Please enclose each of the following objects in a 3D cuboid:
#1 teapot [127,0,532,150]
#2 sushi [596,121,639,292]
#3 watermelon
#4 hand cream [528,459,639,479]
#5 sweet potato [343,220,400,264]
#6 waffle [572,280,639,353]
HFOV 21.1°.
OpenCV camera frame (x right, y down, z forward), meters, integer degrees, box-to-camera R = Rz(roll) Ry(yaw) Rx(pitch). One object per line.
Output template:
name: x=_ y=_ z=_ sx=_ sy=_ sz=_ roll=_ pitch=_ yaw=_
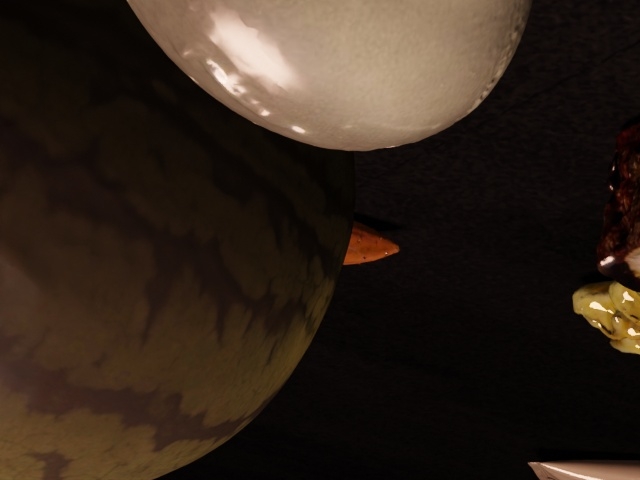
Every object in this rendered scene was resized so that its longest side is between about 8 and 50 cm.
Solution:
teapot: x=0.048 y=-0.149 z=0.571 sx=0.183 sy=0.183 sz=0.251 roll=27 pitch=136 yaw=-36
sushi: x=0.188 y=-0.021 z=0.876 sx=0.098 sy=0.084 sz=0.094 roll=27 pitch=151 yaw=-28
watermelon: x=-0.151 y=-0.036 z=0.705 sx=0.279 sy=0.279 sz=0.359 roll=-19 pitch=143 yaw=42
hand cream: x=0.261 y=0.195 z=1.349 sx=0.186 sy=0.054 sz=0.087 roll=4 pitch=160 yaw=20
sweet potato: x=0.000 y=0.000 z=1.024 sx=0.095 sy=0.034 sz=0.034 roll=10 pitch=154 yaw=-4
waffle: x=0.277 y=0.055 z=1.027 sx=0.223 sy=0.054 sz=0.204 roll=19 pitch=163 yaw=-19
